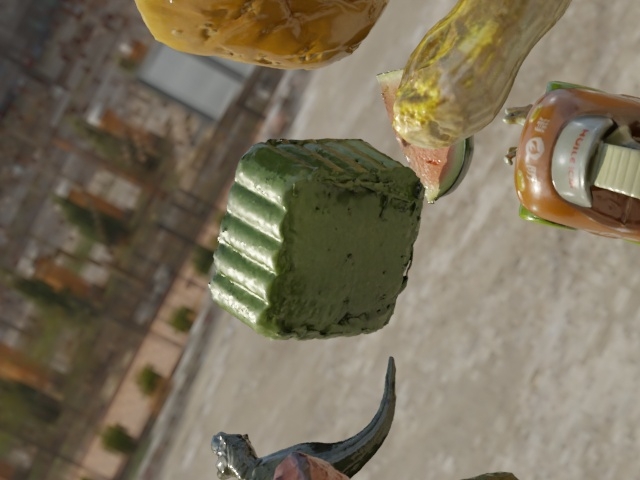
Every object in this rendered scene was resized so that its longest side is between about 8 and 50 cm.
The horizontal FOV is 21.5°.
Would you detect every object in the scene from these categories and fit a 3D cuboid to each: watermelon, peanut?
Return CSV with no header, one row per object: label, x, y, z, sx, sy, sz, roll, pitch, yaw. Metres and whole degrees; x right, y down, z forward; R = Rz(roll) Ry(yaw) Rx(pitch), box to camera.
watermelon,0.137,-0.130,1.885,0.087,0.163,0.069,-29,-15,34
peanut,0.134,-0.161,1.361,0.207,0.087,0.087,-54,12,1

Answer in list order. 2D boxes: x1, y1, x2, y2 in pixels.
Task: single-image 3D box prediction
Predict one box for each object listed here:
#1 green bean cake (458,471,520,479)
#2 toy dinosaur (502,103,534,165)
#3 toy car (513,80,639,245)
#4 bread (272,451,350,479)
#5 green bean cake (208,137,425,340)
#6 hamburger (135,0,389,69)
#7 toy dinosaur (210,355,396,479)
green bean cake,0.170,0.425,1.675,0.335,0.218,0.319,29,121,57
toy dinosaur,0.291,-0.105,1.884,0.212,0.057,0.142,-1,43,28
toy car,0.308,-0.065,1.604,0.235,0.235,0.145,-147,68,-78
bread,0.005,0.321,1.379,0.190,0.123,0.244,-47,50,23
green bean cake,0.000,0.000,1.773,0.113,0.214,0.200,29,115,43
hamburger,-0.053,-0.308,1.675,0.318,0.318,0.158,-54,39,33
toy dinosaur,-0.028,0.189,1.602,0.087,0.187,0.179,-19,-63,-70
